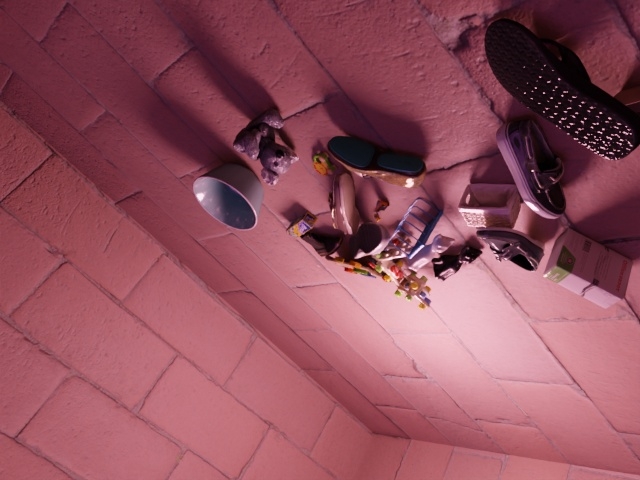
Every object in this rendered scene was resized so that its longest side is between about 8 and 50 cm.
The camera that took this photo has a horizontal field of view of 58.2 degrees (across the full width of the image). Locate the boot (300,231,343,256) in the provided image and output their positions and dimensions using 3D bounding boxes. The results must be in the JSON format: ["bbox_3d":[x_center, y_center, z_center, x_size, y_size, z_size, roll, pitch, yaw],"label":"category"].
[{"bbox_3d":[0.000,0.000,2.480,0.137,0.076,0.198,38,148,-14],"label":"boot"}]

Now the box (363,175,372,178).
[{"bbox_3d":[0.176,-0.251,2.024,0.083,0.018,0.067,2,138,40],"label":"box"}]

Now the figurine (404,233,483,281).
[{"bbox_3d":[0.450,0.051,2.114,0.215,0.092,0.209,21,146,-24],"label":"figurine"}]

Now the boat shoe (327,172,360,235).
[{"bbox_3d":[0.078,-0.138,2.184,0.097,0.116,0.324,15,151,21],"label":"boat shoe"}]

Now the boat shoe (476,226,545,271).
[{"bbox_3d":[0.606,0.026,1.831,0.320,0.098,0.116,17,173,-38],"label":"boat shoe"}]

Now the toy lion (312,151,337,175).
[{"bbox_3d":[0.006,-0.280,2.127,0.096,0.034,0.100,8,142,47],"label":"toy lion"}]

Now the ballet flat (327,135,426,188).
[{"bbox_3d":[0.183,-0.252,1.927,0.349,0.123,0.123,18,147,18],"label":"ballet flat"}]

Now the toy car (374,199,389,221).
[{"bbox_3d":[0.212,-0.112,2.159,0.040,0.060,0.122,58,147,19],"label":"toy car"}]

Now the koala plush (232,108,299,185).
[{"bbox_3d":[-0.190,-0.329,2.093,0.221,0.196,0.203,45,158,-21],"label":"koala plush"}]

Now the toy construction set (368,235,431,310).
[{"bbox_3d":[0.319,0.123,2.305,0.215,0.151,0.327,31,152,55],"label":"toy construction set"}]

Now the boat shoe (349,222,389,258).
[{"bbox_3d":[0.197,0.001,2.172,0.103,0.118,0.320,-7,168,-15],"label":"boat shoe"}]

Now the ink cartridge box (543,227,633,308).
[{"bbox_3d":[0.832,0.088,1.789,0.220,0.160,0.092,29,150,5],"label":"ink cartridge box"}]

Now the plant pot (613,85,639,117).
[{"bbox_3d":[0.748,-0.307,1.361,0.109,0.096,0.109,-9,130,48],"label":"plant pot"}]

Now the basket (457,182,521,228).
[{"bbox_3d":[0.539,-0.106,1.819,0.167,0.113,0.103,5,142,37],"label":"basket"}]

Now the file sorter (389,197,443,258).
[{"bbox_3d":[0.334,-0.046,2.032,0.105,0.170,0.118,34,149,1],"label":"file sorter"}]

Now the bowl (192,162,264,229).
[{"bbox_3d":[-0.363,-0.206,2.425,0.312,0.163,0.311,23,149,15],"label":"bowl"}]

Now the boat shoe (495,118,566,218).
[{"bbox_3d":[0.618,-0.193,1.614,0.335,0.121,0.119,48,150,-22],"label":"boat shoe"}]

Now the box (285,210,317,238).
[{"bbox_3d":[-0.083,-0.065,2.485,0.059,0.054,0.169,39,149,-13],"label":"box"}]

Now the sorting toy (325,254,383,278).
[{"bbox_3d":[0.133,0.115,2.429,0.229,0.041,0.307,16,176,27],"label":"sorting toy"}]

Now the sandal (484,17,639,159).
[{"bbox_3d":[0.574,-0.369,1.371,0.446,0.107,0.167,46,157,13],"label":"sandal"}]
